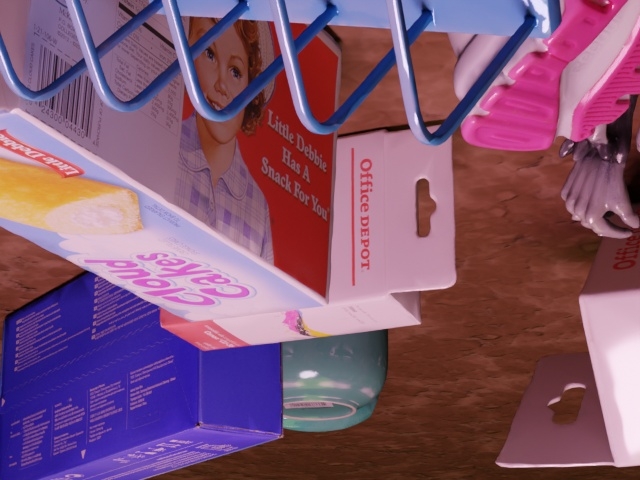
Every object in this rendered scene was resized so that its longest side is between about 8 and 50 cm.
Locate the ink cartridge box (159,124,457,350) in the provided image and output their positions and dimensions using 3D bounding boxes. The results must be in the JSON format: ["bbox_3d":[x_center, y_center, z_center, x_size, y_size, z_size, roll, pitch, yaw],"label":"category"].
[{"bbox_3d":[0.000,0.000,0.873,0.198,0.115,0.067,-8,158,21],"label":"ink cartridge box"}]

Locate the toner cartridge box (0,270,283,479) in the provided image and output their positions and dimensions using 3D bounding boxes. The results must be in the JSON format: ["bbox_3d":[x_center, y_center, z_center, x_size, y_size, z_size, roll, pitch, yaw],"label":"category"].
[{"bbox_3d":[-0.157,0.105,1.089,0.075,0.165,0.348,14,156,-34],"label":"toner cartridge box"}]

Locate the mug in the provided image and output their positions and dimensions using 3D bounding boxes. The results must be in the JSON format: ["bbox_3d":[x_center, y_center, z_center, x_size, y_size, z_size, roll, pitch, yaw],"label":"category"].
[{"bbox_3d":[-0.014,0.105,1.186,0.129,0.097,0.157,13,156,-33],"label":"mug"}]

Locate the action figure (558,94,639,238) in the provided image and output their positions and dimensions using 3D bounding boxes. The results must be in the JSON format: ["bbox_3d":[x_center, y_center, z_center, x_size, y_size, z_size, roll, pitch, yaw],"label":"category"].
[{"bbox_3d":[0.214,-0.054,0.683,0.164,0.141,0.275,19,-179,42],"label":"action figure"}]

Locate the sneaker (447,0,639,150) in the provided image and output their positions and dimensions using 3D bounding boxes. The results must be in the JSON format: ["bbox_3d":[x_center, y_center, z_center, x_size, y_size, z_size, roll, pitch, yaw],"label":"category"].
[{"bbox_3d":[0.118,-0.150,0.493,0.103,0.111,0.252,5,139,-46],"label":"sneaker"}]

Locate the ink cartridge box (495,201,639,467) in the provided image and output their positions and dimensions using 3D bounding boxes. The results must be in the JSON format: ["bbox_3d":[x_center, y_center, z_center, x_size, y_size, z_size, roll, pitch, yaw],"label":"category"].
[{"bbox_3d":[0.288,0.042,0.862,0.353,0.119,0.207,-9,-166,20],"label":"ink cartridge box"}]

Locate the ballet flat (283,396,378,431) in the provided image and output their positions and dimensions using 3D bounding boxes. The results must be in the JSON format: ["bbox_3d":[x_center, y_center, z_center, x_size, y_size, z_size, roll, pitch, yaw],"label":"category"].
[{"bbox_3d":[-0.045,0.134,1.298,0.247,0.083,0.087,5,145,-20],"label":"ballet flat"}]

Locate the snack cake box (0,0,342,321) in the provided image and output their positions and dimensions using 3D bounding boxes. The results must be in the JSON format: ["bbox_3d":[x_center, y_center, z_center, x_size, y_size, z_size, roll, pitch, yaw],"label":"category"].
[{"bbox_3d":[-0.085,-0.071,0.627,0.089,0.152,0.264,-8,158,25],"label":"snack cake box"}]

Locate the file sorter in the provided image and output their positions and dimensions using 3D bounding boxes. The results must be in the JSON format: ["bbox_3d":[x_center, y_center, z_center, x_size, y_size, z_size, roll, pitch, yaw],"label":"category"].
[{"bbox_3d":[-0.023,-0.104,0.443,0.170,0.104,0.118,8,130,29],"label":"file sorter"}]
